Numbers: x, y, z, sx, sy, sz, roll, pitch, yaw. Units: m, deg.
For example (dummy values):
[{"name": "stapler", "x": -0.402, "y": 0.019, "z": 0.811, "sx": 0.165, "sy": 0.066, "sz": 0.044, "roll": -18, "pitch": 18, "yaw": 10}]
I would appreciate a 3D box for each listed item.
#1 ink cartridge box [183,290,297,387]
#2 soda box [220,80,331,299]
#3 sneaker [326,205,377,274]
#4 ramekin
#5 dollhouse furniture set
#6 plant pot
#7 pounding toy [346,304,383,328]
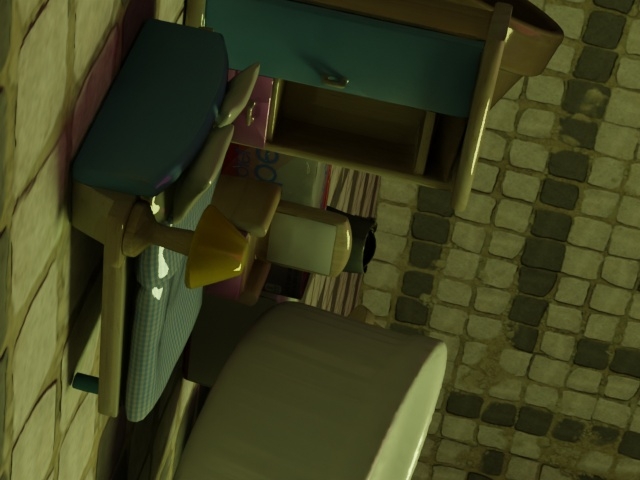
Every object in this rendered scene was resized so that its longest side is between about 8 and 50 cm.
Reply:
[{"name": "ink cartridge box", "x": -0.054, "y": 0.023, "z": 1.443, "sx": 0.175, "sy": 0.072, "sz": 0.127, "roll": -71, "pitch": 173, "yaw": -45}, {"name": "soda box", "x": -0.037, "y": -0.075, "z": 1.254, "sx": 0.263, "sy": 0.092, "sz": 0.083, "roll": 98, "pitch": 7, "yaw": -50}, {"name": "sneaker", "x": 0.000, "y": 0.000, "z": 1.750, "sx": 0.222, "sy": 0.118, "sz": 0.083, "roll": -32, "pitch": 135, "yaw": -83}, {"name": "ramekin", "x": -0.017, "y": 0.181, "z": 1.307, "sx": 0.277, "sy": 0.135, "sz": 0.277, "roll": 22, "pitch": 90, "yaw": -78}, {"name": "dollhouse furniture set", "x": -0.022, "y": 0.011, "z": 1.038, "sx": 0.303, "sy": 0.198, "sz": 0.286, "roll": -71, "pitch": 172, "yaw": -49}, {"name": "plant pot", "x": 0.105, "y": -0.200, "z": 1.931, "sx": 0.229, "sy": 0.263, "sz": 0.263, "roll": -59, "pitch": -179, "yaw": 18}, {"name": "pounding toy", "x": -0.003, "y": 0.142, "z": 1.980, "sx": 0.269, "sy": 0.155, "sz": 0.154, "roll": -30, "pitch": -155, "yaw": 52}]
